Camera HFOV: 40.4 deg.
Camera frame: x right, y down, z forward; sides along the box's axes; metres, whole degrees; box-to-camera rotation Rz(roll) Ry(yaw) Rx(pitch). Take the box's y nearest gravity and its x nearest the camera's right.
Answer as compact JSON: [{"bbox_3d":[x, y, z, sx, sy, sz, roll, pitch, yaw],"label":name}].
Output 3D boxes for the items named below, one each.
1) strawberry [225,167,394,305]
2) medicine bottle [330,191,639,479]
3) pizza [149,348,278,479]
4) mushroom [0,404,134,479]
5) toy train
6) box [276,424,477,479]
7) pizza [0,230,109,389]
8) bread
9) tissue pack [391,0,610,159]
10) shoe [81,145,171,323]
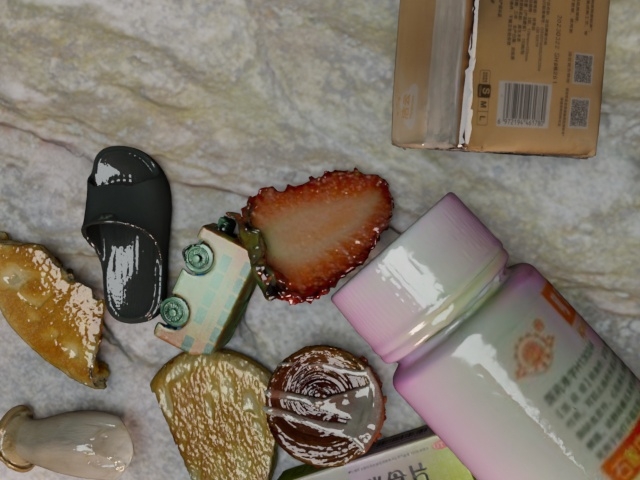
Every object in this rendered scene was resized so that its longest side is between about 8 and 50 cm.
[{"bbox_3d":[-0.002,0.003,1.091,0.208,0.087,0.167,-13,63,-17],"label":"strawberry"},{"bbox_3d":[0.208,0.148,1.013,0.219,0.219,0.388,-44,86,13],"label":"medicine bottle"},{"bbox_3d":[-0.122,0.268,1.186,0.181,0.034,0.262,-16,90,13],"label":"pizza"},{"bbox_3d":[-0.353,0.283,1.211,0.213,0.088,0.097,-5,128,17],"label":"mushroom"},{"bbox_3d":[-0.145,0.062,1.148,0.099,0.072,0.188,28,101,9],"label":"toy train"},{"bbox_3d":[0.089,0.356,1.141,0.260,0.062,0.175,-21,92,14],"label":"box"},{"bbox_3d":[-0.377,0.089,1.207,0.271,0.056,0.134,42,105,5],"label":"pizza"},{"bbox_3d":[0.006,0.213,1.116,0.160,0.073,0.160,0,78,-2],"label":"bread"},{"bbox_3d":[0.184,-0.252,0.997,0.239,0.238,0.305,5,98,11],"label":"tissue pack"},{"bbox_3d":[-0.258,-0.009,1.146,0.108,0.093,0.241,-4,89,12],"label":"shoe"}]
